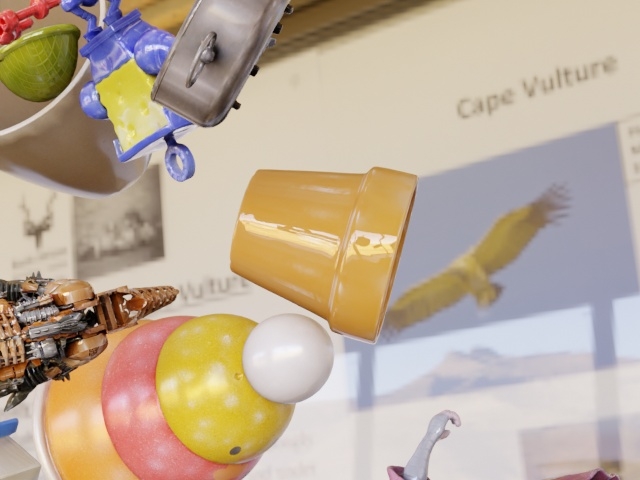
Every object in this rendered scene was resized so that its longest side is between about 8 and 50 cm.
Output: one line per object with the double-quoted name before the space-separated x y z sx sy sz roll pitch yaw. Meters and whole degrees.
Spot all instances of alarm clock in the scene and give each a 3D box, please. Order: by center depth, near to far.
"alarm clock" -0.067 -0.136 0.884 0.064 0.129 0.192 30 18 -3

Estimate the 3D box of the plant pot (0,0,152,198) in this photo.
"plant pot" -0.308 -0.166 1.496 0.257 0.256 0.274 -9 -26 15

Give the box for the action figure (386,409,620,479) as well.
"action figure" 0.164 0.351 1.367 0.370 0.275 0.248 -13 -53 23

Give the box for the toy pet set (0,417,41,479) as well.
"toy pet set" -0.235 0.142 0.794 0.065 0.122 0.114 32 25 30

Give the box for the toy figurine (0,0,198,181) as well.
"toy figurine" -0.212 -0.137 1.252 0.363 0.217 0.191 -25 8 47

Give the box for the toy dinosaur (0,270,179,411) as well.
"toy dinosaur" -0.308 0.109 1.472 0.322 0.164 0.218 12 -17 -36

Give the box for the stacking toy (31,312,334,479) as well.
"stacking toy" -0.154 0.214 1.768 0.351 0.350 0.480 5 -23 -36

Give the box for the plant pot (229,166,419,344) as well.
"plant pot" 0.000 0.000 1.504 0.188 0.205 0.205 15 -13 5
